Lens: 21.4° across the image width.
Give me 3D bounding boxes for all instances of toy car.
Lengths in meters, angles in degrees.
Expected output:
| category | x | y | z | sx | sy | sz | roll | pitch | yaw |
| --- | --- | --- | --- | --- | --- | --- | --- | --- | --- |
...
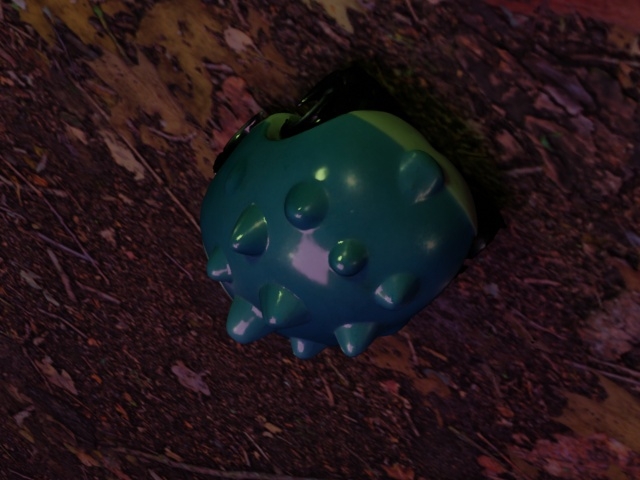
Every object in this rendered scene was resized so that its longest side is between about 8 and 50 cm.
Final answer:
| category | x | y | z | sx | sy | sz | roll | pitch | yaw |
| --- | --- | --- | --- | --- | --- | --- | --- | --- | --- |
| toy car | 0.000 | 0.000 | 1.293 | 0.188 | 0.190 | 0.255 | 45 | 152 | -14 |
